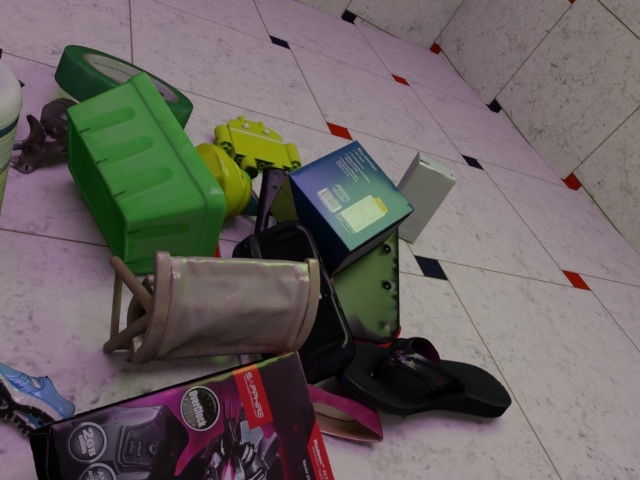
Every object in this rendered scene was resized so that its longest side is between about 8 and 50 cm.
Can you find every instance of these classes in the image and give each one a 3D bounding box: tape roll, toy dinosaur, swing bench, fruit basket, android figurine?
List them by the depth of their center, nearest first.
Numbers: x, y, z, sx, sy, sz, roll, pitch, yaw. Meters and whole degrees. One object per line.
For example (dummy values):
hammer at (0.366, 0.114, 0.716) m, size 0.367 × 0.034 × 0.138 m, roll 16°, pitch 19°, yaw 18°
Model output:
swing bench at (-0.173, 0.104, 0.915) m, size 0.253 × 0.165 × 0.254 m, roll 4°, pitch -5°, yaw -34°
fruit basket at (-0.277, -0.127, 1.190) m, size 0.391 × 0.283 × 0.392 m, roll 11°, pitch 50°, yaw -13°
toy dinosaur at (-0.538, -0.253, 1.272) m, size 0.160 × 0.121 × 0.314 m, roll 33°, pitch 34°, yaw -21°
tape roll at (-0.474, -0.366, 1.445) m, size 0.321 × 0.077 × 0.321 m, roll 27°, pitch 17°, yaw -9°
android figurine at (-0.174, -0.257, 1.630) m, size 0.248 × 0.056 × 0.273 m, roll 12°, pitch 38°, yaw -26°

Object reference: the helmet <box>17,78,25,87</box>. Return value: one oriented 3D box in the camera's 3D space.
helmet at (-0.683, -0.283, 1.151) m, size 0.169 × 0.169 × 0.161 m, roll 46°, pitch 17°, yaw 24°

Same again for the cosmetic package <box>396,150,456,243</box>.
cosmetic package at (0.262, -0.116, 1.619) m, size 0.117 × 0.231 × 0.085 m, roll 26°, pitch 32°, yaw -9°

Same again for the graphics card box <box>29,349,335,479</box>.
graphics card box at (-0.154, 0.298, 0.766) m, size 0.370 × 0.094 × 0.233 m, roll -7°, pitch 76°, yaw -43°

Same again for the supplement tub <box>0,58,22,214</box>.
supplement tub at (-0.580, -0.114, 0.850) m, size 0.235 × 0.325 × 0.235 m, roll 21°, pitch 33°, yaw -14°

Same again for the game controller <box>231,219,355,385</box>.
game controller at (-0.055, 0.110, 1.086) m, size 0.166 × 0.067 × 0.319 m, roll -21°, pitch 63°, yaw -2°

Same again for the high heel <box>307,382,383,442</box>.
high heel at (0.000, 0.305, 0.983) m, size 0.244 × 0.082 × 0.117 m, roll 7°, pitch 38°, yaw -46°

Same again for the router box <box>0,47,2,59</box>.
router box at (-0.737, -0.363, 1.285) m, size 0.038 × 0.092 × 0.122 m, roll 18°, pitch 35°, yaw -19°

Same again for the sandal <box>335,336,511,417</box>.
sandal at (0.213, 0.251, 1.154) m, size 0.445 × 0.107 × 0.167 m, roll 14°, pitch 25°, yaw -34°

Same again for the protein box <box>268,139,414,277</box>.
protein box at (0.043, -0.065, 1.225) m, size 0.201 × 0.136 × 0.200 m, roll -31°, pitch 77°, yaw -35°

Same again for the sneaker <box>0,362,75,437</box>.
sneaker at (-0.410, 0.211, 0.810) m, size 0.162 × 0.063 × 0.073 m, roll 36°, pitch 15°, yaw 1°

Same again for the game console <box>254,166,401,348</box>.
game console at (0.016, 0.039, 1.273) m, size 0.341 × 0.060 × 0.387 m, roll 14°, pitch 56°, yaw -16°

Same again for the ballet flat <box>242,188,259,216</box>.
ballet flat at (-0.217, -0.132, 1.414) m, size 0.206 × 0.073 × 0.067 m, roll 37°, pitch 18°, yaw 4°
